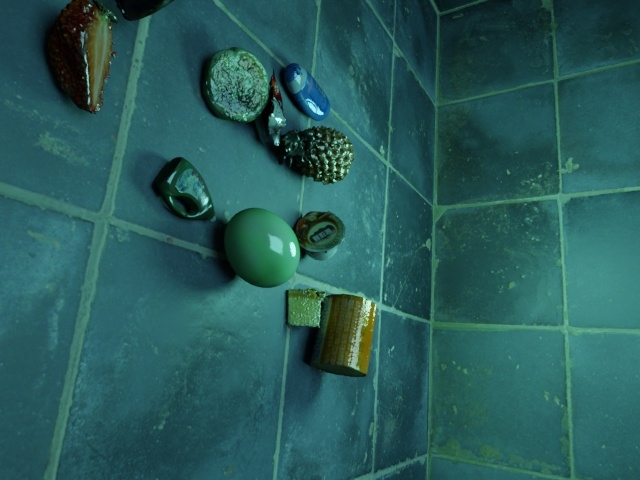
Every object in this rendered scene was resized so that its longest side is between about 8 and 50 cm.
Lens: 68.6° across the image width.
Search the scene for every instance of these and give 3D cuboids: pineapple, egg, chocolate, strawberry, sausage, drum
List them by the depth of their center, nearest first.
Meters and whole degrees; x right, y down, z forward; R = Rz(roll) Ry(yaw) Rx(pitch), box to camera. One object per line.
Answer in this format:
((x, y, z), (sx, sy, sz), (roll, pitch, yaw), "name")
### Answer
((-0.543, -0.424, 1.050), (0.175, 0.106, 0.236), (108, -8, -71), "strawberry")
((-0.182, 0.024, 1.460), (0.270, 0.220, 0.220), (58, 41, -35), "egg")
((-0.236, -0.458, 1.591), (0.130, 0.049, 0.254), (-18, 102, -58), "drum")
((-0.044, -0.338, 1.765), (0.357, 0.222, 0.223), (6, 82, -49), "pineapple")
((-0.007, -0.001, 1.833), (0.147, 0.221, 0.221), (91, 16, -55), "chocolate")
((0.094, 0.382, 1.867), (0.233, 0.233, 0.287), (46, 48, -46), "sausage")

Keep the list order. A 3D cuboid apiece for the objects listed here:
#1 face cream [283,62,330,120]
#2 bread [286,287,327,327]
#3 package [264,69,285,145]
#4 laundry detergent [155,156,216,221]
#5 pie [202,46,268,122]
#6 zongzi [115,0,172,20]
((-0.057, -0.591, 1.864), (0.264, 0.083, 0.149), (41, 52, -49), "face cream")
((-0.067, 0.252, 1.777), (0.152, 0.127, 0.147), (9, 79, -24), "bread")
((-0.159, -0.452, 1.632), (0.194, 0.071, 0.270), (94, -8, -45), "package")
((-0.369, -0.121, 1.328), (0.211, 0.062, 0.137), (59, 43, -40), "laundry detergent")
((-0.263, -0.488, 1.487), (0.240, 0.054, 0.241), (-8, 103, -37), "pie")
((-0.460, -0.815, 1.159), (0.432, 0.207, 0.403), (54, 37, -24), "zongzi")
